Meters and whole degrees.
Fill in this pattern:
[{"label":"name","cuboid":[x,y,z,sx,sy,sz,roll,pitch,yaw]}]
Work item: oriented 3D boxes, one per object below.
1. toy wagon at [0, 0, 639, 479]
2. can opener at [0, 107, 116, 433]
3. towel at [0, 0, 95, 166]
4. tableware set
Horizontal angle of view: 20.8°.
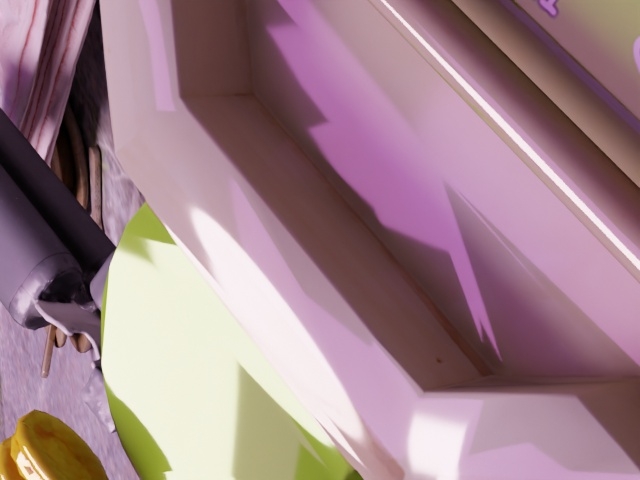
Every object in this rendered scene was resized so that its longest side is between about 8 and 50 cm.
[{"label":"toy wagon","cuboid":[0.035,-0.055,0.325,0.267,0.068,0.344,50,126,29]},{"label":"can opener","cuboid":[-0.123,-0.001,0.903,0.283,0.076,0.095,48,114,27]},{"label":"towel","cuboid":[-0.210,-0.232,1.043,0.332,0.053,0.317,63,147,31]},{"label":"tableware set","cuboid":[-0.180,-0.008,1.151,0.128,0.039,0.194,-127,32,-49]}]
